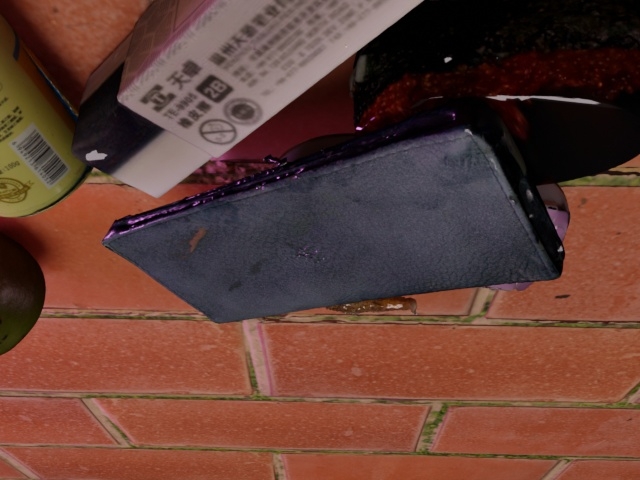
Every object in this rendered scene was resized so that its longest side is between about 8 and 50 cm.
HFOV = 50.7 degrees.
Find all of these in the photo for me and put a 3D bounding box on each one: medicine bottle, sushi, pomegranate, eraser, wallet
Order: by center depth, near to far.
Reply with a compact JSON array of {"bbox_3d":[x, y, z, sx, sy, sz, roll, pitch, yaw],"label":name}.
[{"bbox_3d":[-0.033,-0.165,0.474,0.098,0.096,0.404,28,139,-36],"label":"eraser"},{"bbox_3d":[0.136,-0.118,0.518,0.225,0.126,0.136,-3,148,18],"label":"sushi"},{"bbox_3d":[-0.282,-0.127,0.522,0.124,0.124,0.239,-6,145,11],"label":"medicine bottle"},{"bbox_3d":[0.000,0.000,0.585,0.379,0.046,0.191,-12,140,33],"label":"wallet"},{"bbox_3d":[-0.413,0.087,0.772,0.180,0.209,0.180,-2,162,-1],"label":"pomegranate"}]

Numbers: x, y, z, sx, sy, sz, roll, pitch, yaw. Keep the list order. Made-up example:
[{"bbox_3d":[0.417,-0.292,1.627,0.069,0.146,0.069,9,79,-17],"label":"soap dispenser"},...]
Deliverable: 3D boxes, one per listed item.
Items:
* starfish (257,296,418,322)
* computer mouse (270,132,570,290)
[{"bbox_3d":[-0.004,0.032,0.804,0.299,0.060,0.302,-11,144,23],"label":"starfish"},{"bbox_3d":[0.093,-0.023,0.685,0.310,0.072,0.158,7,131,-9],"label":"computer mouse"}]
